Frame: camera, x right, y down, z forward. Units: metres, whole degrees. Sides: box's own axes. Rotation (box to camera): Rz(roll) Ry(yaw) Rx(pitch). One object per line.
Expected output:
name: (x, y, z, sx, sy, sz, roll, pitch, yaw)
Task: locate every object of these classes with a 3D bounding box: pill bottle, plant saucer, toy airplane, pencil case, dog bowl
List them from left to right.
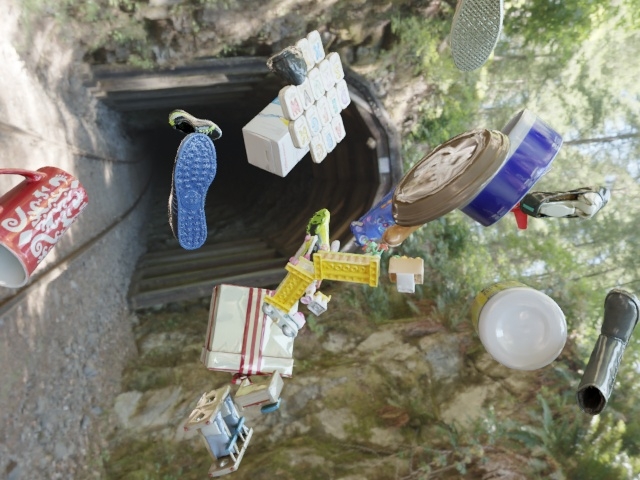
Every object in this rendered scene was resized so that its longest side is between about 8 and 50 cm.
pencil case: (0.245, -0.099, 1.885, 0.306, 0.133, 0.119, -39, -136, 25)
plant saucer: (0.251, -0.136, 1.005, 0.041, 0.278, 0.278, 47, -7, -17)
dog bowl: (0.419, -0.163, 1.127, 0.104, 0.265, 0.265, 37, -22, 3)
pill bottle: (0.484, 0.199, 1.249, 0.334, 0.188, 0.187, 2, 77, -78)
toy airplane: (0.606, -0.099, 1.561, 0.028, 0.151, 0.151, 56, 7, -47)

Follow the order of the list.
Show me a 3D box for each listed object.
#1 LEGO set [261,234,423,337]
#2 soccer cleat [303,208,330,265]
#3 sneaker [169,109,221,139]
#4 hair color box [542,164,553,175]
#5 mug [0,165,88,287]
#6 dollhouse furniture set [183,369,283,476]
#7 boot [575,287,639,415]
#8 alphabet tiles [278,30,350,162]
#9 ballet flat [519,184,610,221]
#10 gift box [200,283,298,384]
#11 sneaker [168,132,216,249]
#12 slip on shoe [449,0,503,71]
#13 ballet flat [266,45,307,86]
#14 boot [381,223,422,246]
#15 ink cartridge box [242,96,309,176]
LEGO set: (0.022, 0.044, 0.773, 0.132, 0.287, 0.107, 50, 32, -19)
soccer cleat: (-0.001, 0.001, 2.098, 0.093, 0.121, 0.289, -15, -129, 35)
sneaker: (-0.512, -0.448, 2.012, 0.084, 0.235, 0.097, -46, -133, 33)
hair color box: (0.664, -0.267, 1.616, 0.167, 0.093, 0.053, 54, 3, 13)
mug: (-0.429, -0.039, 0.724, 0.150, 0.113, 0.169, -59, -172, 43)
dollhouse furniture set: (-0.161, 0.383, 1.036, 0.129, 0.184, 0.129, -63, 131, -71)
boot: (0.582, 0.226, 1.007, 0.076, 0.208, 0.189, 16, -47, 46)
alphabet tiles: (-0.006, -0.343, 1.189, 0.021, 0.284, 0.278, 4, -52, 30)
ballet flat: (0.705, -0.094, 1.389, 0.096, 0.281, 0.095, -108, -167, -62)
gift box: (-0.183, 0.269, 1.386, 0.255, 0.277, 0.258, 147, -48, -74)
sneaker: (-0.261, -0.102, 0.970, 0.090, 0.081, 0.232, 36, -59, 51)
slip on shoe: (0.386, -0.589, 1.213, 0.101, 0.123, 0.331, -70, 159, -56)
ballet flat: (-0.048, -0.255, 0.727, 0.049, 0.057, 0.173, 60, 10, -21)
boot: (0.305, -0.062, 1.679, 0.073, 0.197, 0.152, 51, -34, 7)
ink cartridge box: (-0.151, -0.393, 1.856, 0.168, 0.232, 0.171, 24, -34, 22)
